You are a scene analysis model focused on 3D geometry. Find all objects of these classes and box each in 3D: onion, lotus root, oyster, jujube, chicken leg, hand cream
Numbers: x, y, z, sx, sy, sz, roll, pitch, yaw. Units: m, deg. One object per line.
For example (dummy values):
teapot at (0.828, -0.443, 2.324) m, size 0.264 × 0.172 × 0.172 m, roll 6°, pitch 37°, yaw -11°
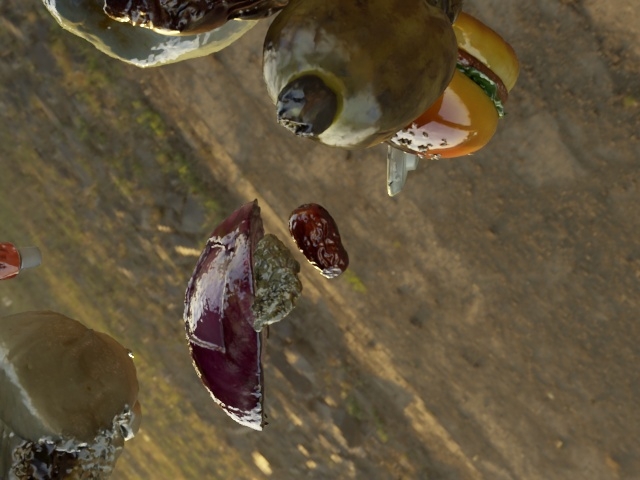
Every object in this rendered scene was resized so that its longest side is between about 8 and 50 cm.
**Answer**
onion at (-0.120, 0.079, 1.080) m, size 0.111 × 0.250 × 0.247 m, roll -2°, pitch 130°, yaw 1°
lotus root at (0.035, -0.178, 0.833) m, size 0.169 × 0.314 × 0.141 m, roll 45°, pitch 135°, yaw 0°
oyster at (-0.048, 0.042, 0.876) m, size 0.038 × 0.081 × 0.083 m, roll 12°, pitch 135°, yaw 45°
jujube at (0.000, 0.000, 1.374) m, size 0.129 × 0.077 × 0.077 m, roll 57°, pitch 153°, yaw -9°
chicken leg at (-0.104, -0.269, 0.894) m, size 0.177 × 0.322 × 0.083 m, roll 12°, pitch 119°, yaw 39°
hand cream at (-0.373, 0.028, 0.852) m, size 0.038 × 0.216 × 0.052 m, roll 19°, pitch 110°, yaw 34°

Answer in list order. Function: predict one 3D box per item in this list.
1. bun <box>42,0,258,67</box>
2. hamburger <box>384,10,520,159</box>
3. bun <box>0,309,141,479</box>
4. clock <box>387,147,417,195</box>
bun at (-0.218, -0.387, 1.156) m, size 0.362 × 0.362 × 0.211 m, roll 41°, pitch 153°, yaw 15°
hamburger at (0.128, -0.200, 1.122) m, size 0.246 × 0.170 × 0.246 m, roll 23°, pitch 173°, yaw 3°
bun at (-0.342, 0.211, 1.119) m, size 0.282 × 0.205 × 0.281 m, roll 12°, pitch 108°, yaw 42°
clock at (0.161, -0.197, 1.588) m, size 0.053 × 0.236 × 0.236 m, roll 5°, pitch 141°, yaw 9°
